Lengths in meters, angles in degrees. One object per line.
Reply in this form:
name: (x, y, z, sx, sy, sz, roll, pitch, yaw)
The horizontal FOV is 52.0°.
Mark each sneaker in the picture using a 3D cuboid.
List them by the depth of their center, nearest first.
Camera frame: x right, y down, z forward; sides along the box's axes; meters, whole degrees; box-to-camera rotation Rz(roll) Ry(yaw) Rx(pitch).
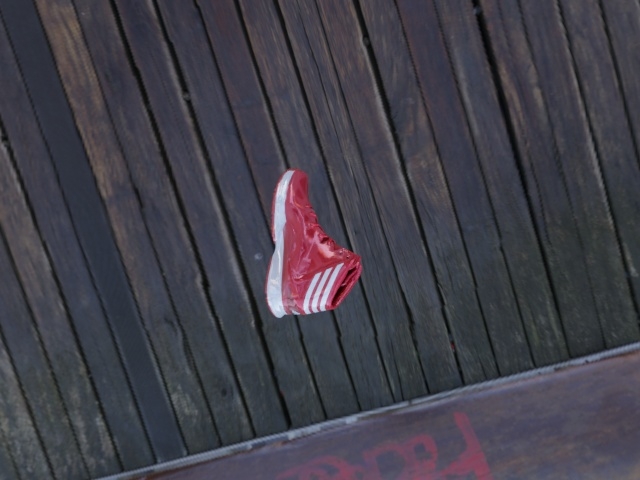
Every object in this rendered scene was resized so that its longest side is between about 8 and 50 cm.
sneaker: (0.000, 0.000, 0.917, 0.128, 0.087, 0.221, -2, 71, 16)
